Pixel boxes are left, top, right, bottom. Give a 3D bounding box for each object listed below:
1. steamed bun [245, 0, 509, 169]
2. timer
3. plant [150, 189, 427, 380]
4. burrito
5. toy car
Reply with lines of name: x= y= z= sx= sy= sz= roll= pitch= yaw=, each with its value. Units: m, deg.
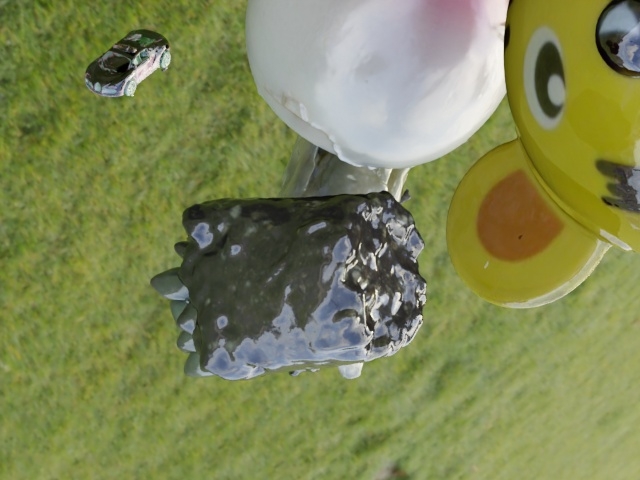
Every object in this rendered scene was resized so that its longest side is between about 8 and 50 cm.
steamed bun: x=0.080 y=-0.247 z=1.007 sx=0.309 sy=0.309 sz=0.309 roll=-26 pitch=146 yaw=-19
timer: x=0.289 y=-0.104 z=0.710 sx=0.376 sy=0.376 sz=0.387 roll=32 pitch=79 yaw=-57
plant: x=-0.032 y=0.031 z=0.682 sx=0.194 sy=0.129 sz=0.132 roll=-11 pitch=170 yaw=36
burrito: x=0.002 y=0.000 z=1.249 sx=0.135 sy=0.190 sz=0.332 roll=45 pitch=59 yaw=-66
toy car: x=-0.266 y=-0.249 z=1.347 sx=0.142 sy=0.069 sz=0.055 roll=-52 pitch=158 yaw=-41
